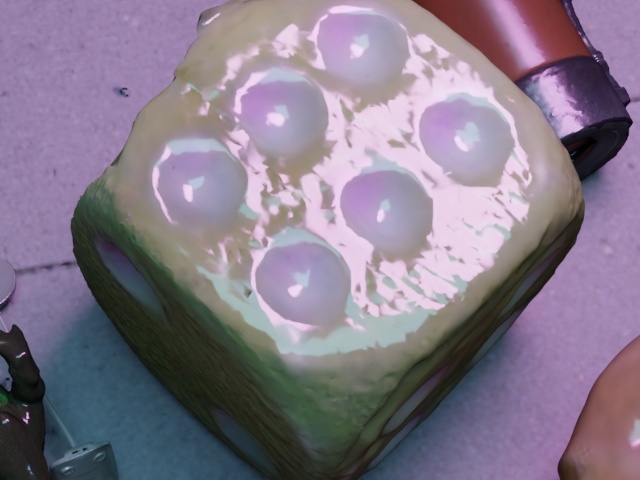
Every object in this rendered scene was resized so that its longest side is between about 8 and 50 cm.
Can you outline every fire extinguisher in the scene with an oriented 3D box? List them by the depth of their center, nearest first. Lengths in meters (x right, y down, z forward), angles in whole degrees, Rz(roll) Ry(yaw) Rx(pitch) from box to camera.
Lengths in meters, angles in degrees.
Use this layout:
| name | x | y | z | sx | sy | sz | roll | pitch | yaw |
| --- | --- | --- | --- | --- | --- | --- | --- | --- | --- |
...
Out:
| name | x | y | z | sx | sy | sz | roll | pitch | yaw |
| --- | --- | --- | --- | --- | --- | --- | --- | --- | --- |
| fire extinguisher | 0.120 | -0.213 | 1.250 | 0.200 | 0.113 | 0.376 | -3 | 60 | -53 |

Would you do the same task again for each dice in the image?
| name | x | y | z | sx | sy | sz | roll | pitch | yaw |
| --- | --- | --- | --- | --- | --- | --- | --- | --- | --- |
| dice | 0.000 | 0.000 | 1.054 | 0.254 | 0.250 | 0.252 | 41 | 69 | 13 |

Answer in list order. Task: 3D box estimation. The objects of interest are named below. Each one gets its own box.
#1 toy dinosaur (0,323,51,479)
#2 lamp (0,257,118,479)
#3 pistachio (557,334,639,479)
| name | x | y | z | sx | sy | sz | roll | pitch | yaw |
| --- | --- | --- | --- | --- | --- | --- | --- | --- | --- |
| toy dinosaur | -0.229 | 0.140 | 1.081 | 0.087 | 0.179 | 0.187 | -31 | 41 | -30 |
| lamp | -0.205 | 0.093 | 1.122 | 0.050 | 0.056 | 0.198 | -26 | 60 | -16 |
| pistachio | 0.307 | 0.152 | 1.034 | 0.308 | 0.230 | 0.230 | 7 | 65 | -19 |
